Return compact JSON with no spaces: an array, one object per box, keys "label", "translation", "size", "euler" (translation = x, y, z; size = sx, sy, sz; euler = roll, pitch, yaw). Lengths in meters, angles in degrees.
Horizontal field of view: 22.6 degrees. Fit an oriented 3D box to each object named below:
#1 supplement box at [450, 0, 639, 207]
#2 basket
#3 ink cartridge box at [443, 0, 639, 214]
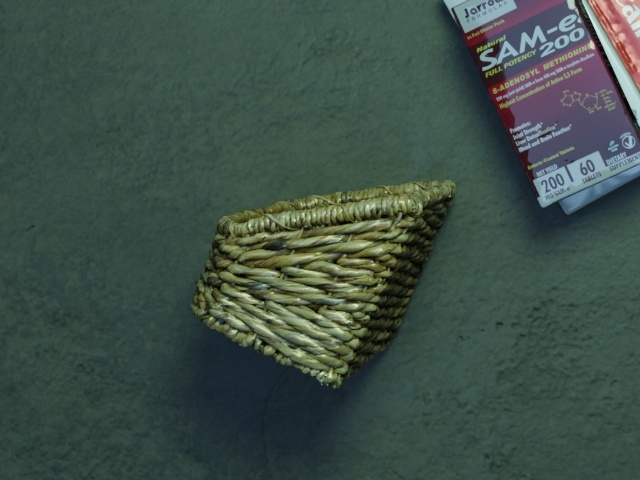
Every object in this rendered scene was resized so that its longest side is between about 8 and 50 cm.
[{"label":"supplement box","translation":[0.251,-0.171,1.732],"size":[0.130,0.073,0.239],"euler":[-25,88,16]},{"label":"basket","translation":[0.000,0.000,1.751],"size":[0.213,0.299,0.223],"euler":[25,102,10]},{"label":"ink cartridge box","translation":[0.317,-0.219,1.783],"size":[0.261,0.066,0.296],"euler":[-30,88,14]}]
